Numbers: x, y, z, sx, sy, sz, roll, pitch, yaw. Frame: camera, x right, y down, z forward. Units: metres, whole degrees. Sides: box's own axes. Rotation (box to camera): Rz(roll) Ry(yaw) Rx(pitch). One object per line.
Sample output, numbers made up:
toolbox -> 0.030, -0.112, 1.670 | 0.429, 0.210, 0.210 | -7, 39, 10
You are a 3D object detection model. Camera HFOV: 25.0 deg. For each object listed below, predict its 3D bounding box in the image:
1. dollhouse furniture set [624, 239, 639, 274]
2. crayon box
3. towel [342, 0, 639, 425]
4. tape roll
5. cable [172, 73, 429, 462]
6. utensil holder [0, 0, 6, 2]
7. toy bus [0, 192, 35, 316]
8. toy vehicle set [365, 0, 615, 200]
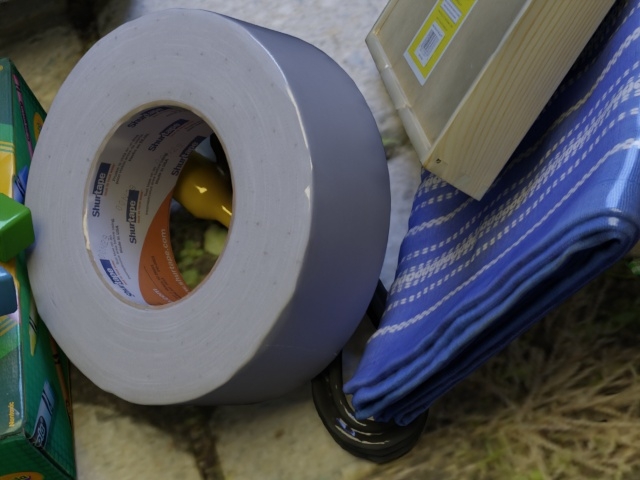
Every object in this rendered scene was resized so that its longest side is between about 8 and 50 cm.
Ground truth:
dollhouse furniture set -> 0.271, -0.098, 0.764 | 0.197, 0.151, 0.302 | 15, 83, 4
crayon box -> -0.249, 0.033, 0.897 | 0.165, 0.081, 0.279 | -15, 56, 7
towel -> 0.110, -0.081, 0.766 | 0.040, 0.243, 0.336 | 26, 54, -13
tape roll -> -0.069, -0.017, 0.814 | 0.219, 0.072, 0.219 | -5, 82, 38
cable -> 0.000, 0.000, 0.877 | 0.139, 0.072, 0.287 | -26, 67, -17
utensil holder -> -0.359, -0.287, 0.985 | 0.385, 0.328, 0.328 | -15, 56, 9
toy bus -> -0.273, -0.030, 0.793 | 0.191, 0.104, 0.202 | -27, 52, -28
toy vehicle set -> 0.096, -0.141, 0.799 | 0.166, 0.035, 0.267 | -57, 15, 16
